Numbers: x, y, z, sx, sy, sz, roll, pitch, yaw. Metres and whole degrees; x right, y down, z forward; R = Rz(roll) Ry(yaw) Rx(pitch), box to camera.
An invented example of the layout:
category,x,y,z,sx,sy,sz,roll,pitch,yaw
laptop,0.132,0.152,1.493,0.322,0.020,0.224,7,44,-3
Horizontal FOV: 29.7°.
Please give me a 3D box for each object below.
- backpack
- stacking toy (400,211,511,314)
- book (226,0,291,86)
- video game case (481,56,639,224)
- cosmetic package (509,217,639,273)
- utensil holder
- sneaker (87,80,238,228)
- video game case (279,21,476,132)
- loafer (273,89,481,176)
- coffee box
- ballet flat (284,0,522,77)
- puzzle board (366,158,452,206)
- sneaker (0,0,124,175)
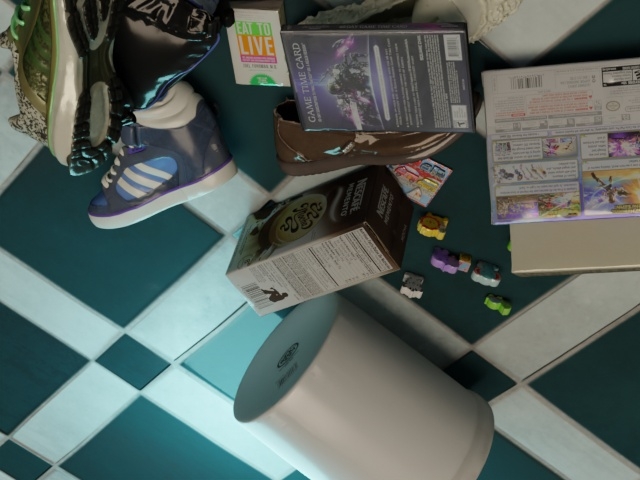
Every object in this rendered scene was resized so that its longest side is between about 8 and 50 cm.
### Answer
category,x,y,z,sx,sy,sz,roll,pitch,yaw
backpack,-0.299,-0.363,1.839,0.263,0.213,0.276,37,120,-27
stacking toy,0.262,0.050,2.162,0.221,0.052,0.167,15,131,-1
book,-0.100,-0.318,1.950,0.096,0.035,0.144,4,131,15
video game case,0.396,-0.154,1.882,0.269,0.061,0.244,-3,96,15
cosmetic package,0.474,-0.003,1.984,0.309,0.160,0.113,-2,86,14
utensil holder,0.076,0.322,2.261,0.385,0.327,0.327,39,127,-16
sneaker,-0.316,-0.168,2.073,0.323,0.130,0.236,-17,114,30
video game case,0.089,-0.241,1.803,0.274,0.026,0.196,3,138,15
loafer,0.076,-0.197,1.941,0.366,0.134,0.130,-12,126,22
coffee box,0.000,0.000,2.095,0.297,0.168,0.119,-21,123,29
ballet flat,0.126,-0.313,1.836,0.409,0.147,0.147,-18,123,24
puzzle board,0.149,-0.115,2.076,0.128,0.011,0.096,26,130,-9
sneaker,-0.390,-0.300,1.707,0.182,0.158,0.410,15,115,19
